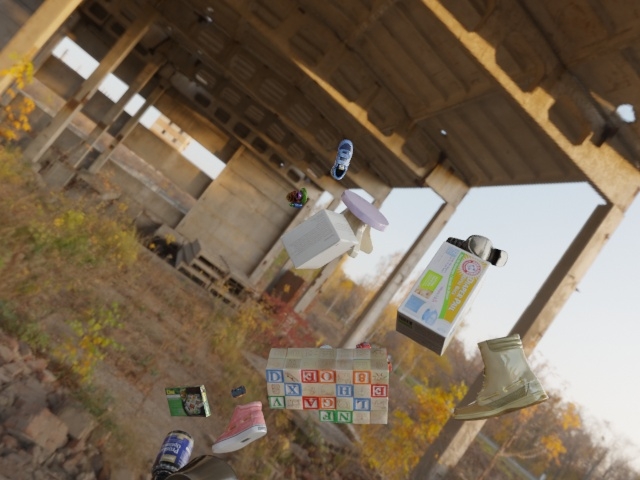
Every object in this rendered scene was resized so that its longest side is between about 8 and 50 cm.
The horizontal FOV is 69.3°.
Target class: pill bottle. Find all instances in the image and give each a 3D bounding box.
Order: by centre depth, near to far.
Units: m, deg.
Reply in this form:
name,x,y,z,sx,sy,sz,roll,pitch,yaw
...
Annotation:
name,x,y,z,sx,sy,sz,roll,pitch,yaw
pill bottle,-0.587,0.874,1.821,0.123,0.123,0.219,39,24,-15

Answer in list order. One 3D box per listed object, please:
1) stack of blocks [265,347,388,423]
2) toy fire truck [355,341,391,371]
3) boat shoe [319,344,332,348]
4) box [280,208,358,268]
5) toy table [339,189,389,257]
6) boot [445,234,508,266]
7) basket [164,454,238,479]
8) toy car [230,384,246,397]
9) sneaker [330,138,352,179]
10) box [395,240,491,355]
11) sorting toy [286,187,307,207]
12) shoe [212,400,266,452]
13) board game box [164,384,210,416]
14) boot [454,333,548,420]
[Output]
name,x,y,z,sx,sy,sz,roll,pitch,yaw
stack of blocks,0.020,0.367,1.176,0.297,0.171,0.087,0,25,4
toy fire truck,0.251,0.552,2.185,0.047,0.135,0.192,-139,-150,-66
boat shoe,-0.002,0.400,1.355,0.065,0.183,0.083,17,-20,0
box,0.000,0.000,1.503,0.119,0.182,0.181,62,18,14
toy table,0.121,-0.060,1.684,0.252,0.160,0.274,29,18,-14
boot,0.583,0.028,1.828,0.263,0.091,0.229,26,-1,-35
basket,-0.378,0.753,1.401,0.204,0.154,0.227,23,-11,19
toy car,-0.286,0.602,1.744,0.122,0.060,0.040,47,-32,15
sneaker,0.076,-0.271,1.577,0.053,0.144,0.059,12,28,-8
box,0.260,0.120,0.986,0.114,0.203,0.103,28,-26,23
sorting toy,-0.082,-0.136,1.493,0.042,0.061,0.102,1,-4,-27
shoe,-0.210,0.476,1.180,0.063,0.178,0.081,30,35,-43
board game box,-0.598,0.718,2.073,0.260,0.136,0.030,-15,-1,36
boot,0.481,0.397,1.331,0.095,0.262,0.203,22,46,-50
